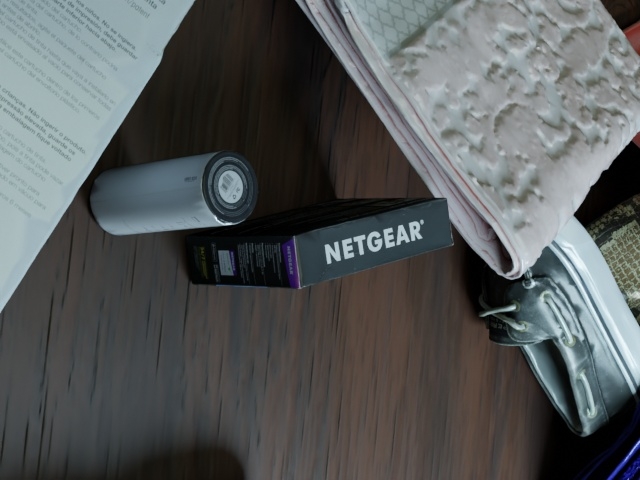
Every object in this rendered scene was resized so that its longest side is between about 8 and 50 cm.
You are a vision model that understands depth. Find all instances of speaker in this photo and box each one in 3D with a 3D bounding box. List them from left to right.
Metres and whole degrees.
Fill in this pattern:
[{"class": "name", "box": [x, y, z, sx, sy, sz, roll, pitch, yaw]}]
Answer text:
[{"class": "speaker", "box": [-0.112, -0.034, 1.143, 0.055, 0.136, 0.055, 5, 83, -44]}]

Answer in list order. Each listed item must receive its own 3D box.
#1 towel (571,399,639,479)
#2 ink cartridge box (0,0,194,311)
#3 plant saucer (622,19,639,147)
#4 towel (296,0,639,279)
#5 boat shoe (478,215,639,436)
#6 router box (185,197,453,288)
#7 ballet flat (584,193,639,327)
[{"class": "towel", "box": [0.393, 0.243, 1.592, 0.308, 0.076, 0.228, 12, 121, -46]}, {"class": "ink cartridge box", "box": [-0.279, -0.145, 0.995, 0.324, 0.071, 0.330, 40, 64, -24]}, {"class": "plant saucer", "box": [0.419, -0.134, 1.617, 0.258, 0.048, 0.259, 45, 50, 17]}, {"class": "towel", "box": [0.157, -0.174, 1.364, 0.317, 0.053, 0.332, 54, 47, -9]}, {"class": "boat shoe", "box": [0.212, 0.059, 1.461, 0.119, 0.121, 0.335, -42, 112, -11]}, {"class": "router box", "box": [0.000, 0.000, 1.251, 0.179, 0.133, 0.046, -15, 100, -42]}, {"class": "ballet flat", "box": [0.470, 0.013, 1.660, 0.482, 0.182, 0.164, -7, 101, -43]}]
